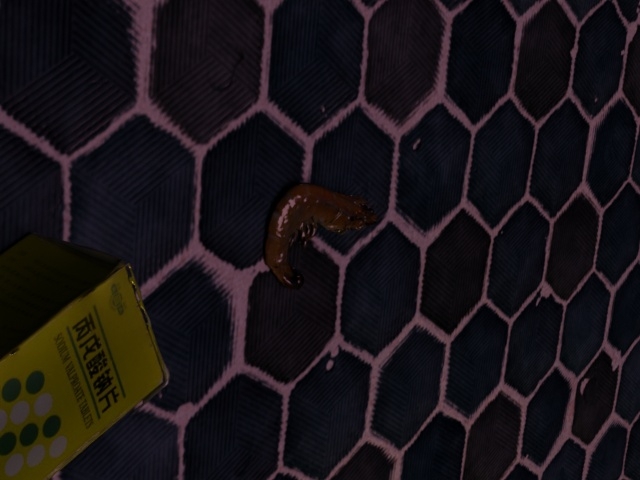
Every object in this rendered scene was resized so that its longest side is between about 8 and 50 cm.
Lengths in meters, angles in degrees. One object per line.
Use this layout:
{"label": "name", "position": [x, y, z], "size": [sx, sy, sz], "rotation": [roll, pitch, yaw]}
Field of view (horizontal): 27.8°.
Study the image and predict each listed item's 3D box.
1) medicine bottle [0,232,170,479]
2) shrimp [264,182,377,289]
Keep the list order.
{"label": "medicine bottle", "position": [-0.264, 0.120, 1.065], "size": [0.250, 0.141, 0.137], "rotation": [-42, 130, -37]}
{"label": "shrimp", "position": [0.001, 0.000, 1.463], "size": [0.178, 0.034, 0.124], "rotation": [13, 96, -53]}
